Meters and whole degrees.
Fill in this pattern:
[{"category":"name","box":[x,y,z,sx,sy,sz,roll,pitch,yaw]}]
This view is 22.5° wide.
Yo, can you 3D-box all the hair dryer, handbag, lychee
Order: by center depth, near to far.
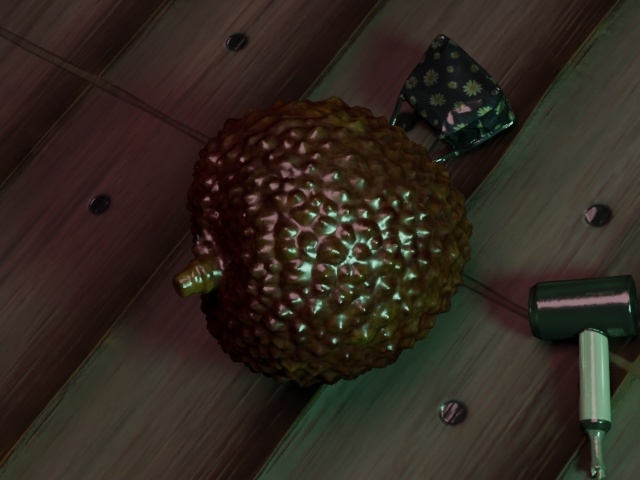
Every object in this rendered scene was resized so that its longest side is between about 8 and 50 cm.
[{"category":"hair dryer","box":[0.246,0.127,1.488,0.100,0.057,0.197,-7,63,18]},{"category":"lychee","box":[0.000,0.000,1.520,0.304,0.275,0.275,-15,49,-28]},{"category":"handbag","box":[0.122,-0.129,1.687,0.139,0.072,0.115,-44,56,6]}]
